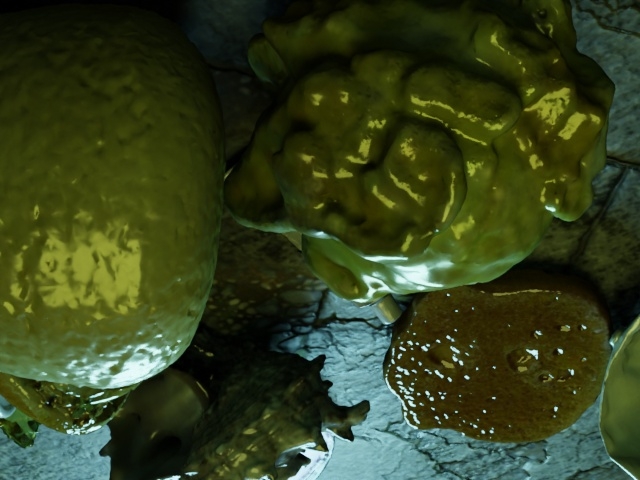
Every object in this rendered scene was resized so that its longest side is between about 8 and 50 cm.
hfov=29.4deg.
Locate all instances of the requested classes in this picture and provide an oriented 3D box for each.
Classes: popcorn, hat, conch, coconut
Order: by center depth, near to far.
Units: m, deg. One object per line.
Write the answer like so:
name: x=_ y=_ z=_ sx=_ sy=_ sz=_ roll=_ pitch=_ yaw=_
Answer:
popcorn: x=0.068 y=-0.093 z=1.007 sx=0.312 sy=0.312 sz=0.312 roll=0 pitch=135 yaw=0
conch: x=-0.104 y=0.216 z=1.327 sx=0.313 sy=0.241 sz=0.186 roll=-5 pitch=122 yaw=22
hat: x=0.457 y=0.152 z=1.355 sx=0.301 sy=0.168 sz=0.258 roll=11 pitch=117 yaw=-43
coconut: x=-0.378 y=0.187 z=1.416 sx=0.158 sy=0.055 sz=0.133 roll=-25 pitch=131 yaw=24

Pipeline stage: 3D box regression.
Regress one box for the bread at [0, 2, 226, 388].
bread: x=-0.191 y=-0.036 z=1.013 sx=0.237 sy=0.320 sz=0.320 roll=9 pitch=135 yaw=2

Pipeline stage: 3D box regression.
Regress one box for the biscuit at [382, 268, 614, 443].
biscuit: x=0.201 y=0.131 z=1.371 sx=0.257 sy=0.049 sz=0.273 roll=4 pitch=132 yaw=-4

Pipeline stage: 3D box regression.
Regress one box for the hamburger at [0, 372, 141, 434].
hamburger: x=-0.243 y=0.083 z=1.227 sx=0.122 sy=0.215 sz=0.189 roll=-40 pitch=94 yaw=27

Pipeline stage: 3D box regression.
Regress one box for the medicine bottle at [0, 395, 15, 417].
medicine bottle: x=-0.445 y=0.119 z=1.279 sx=0.252 sy=0.144 sz=0.144 roll=-1 pitch=135 yaw=5

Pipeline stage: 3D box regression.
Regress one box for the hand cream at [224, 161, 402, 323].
hand cream: x=0.000 y=-0.002 z=1.240 sx=0.084 sy=0.050 sz=0.257 roll=-33 pitch=120 yaw=26

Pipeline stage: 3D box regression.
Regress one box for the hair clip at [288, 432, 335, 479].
hair clip: x=-0.083 y=0.307 z=1.541 sx=0.110 sy=0.095 sz=0.359 roll=41 pitch=120 yaw=9
